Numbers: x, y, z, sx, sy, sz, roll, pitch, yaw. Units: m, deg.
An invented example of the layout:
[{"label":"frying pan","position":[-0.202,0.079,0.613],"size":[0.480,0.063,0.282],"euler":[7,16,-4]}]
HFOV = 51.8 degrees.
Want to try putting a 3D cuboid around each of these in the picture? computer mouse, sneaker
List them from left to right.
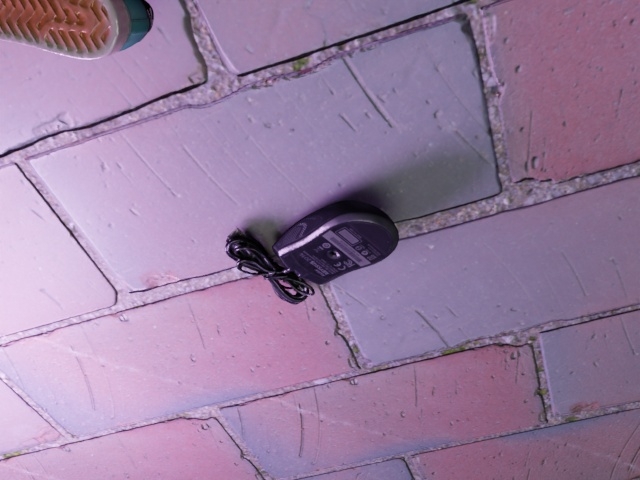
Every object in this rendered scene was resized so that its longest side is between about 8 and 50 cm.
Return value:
[{"label":"sneaker","position":[-0.337,-0.281,0.756],"size":[0.302,0.121,0.108],"euler":[21,114,7]},{"label":"computer mouse","position":[0.000,0.000,1.043],"size":[0.272,0.072,0.188],"euler":[-22,132,31]}]
